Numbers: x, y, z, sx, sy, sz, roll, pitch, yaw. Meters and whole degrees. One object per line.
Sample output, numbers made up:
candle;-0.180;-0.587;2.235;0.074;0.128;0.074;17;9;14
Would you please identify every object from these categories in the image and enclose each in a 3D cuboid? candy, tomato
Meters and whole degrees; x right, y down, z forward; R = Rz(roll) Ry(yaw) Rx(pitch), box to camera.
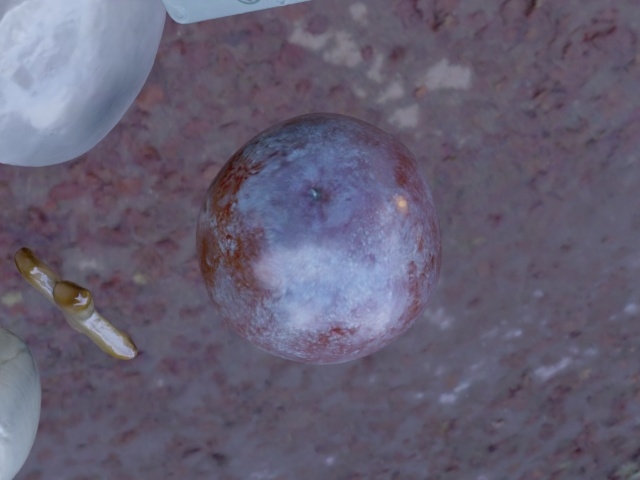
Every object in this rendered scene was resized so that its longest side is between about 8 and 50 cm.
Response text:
candy;-0.391;-0.306;1.653;0.427;0.186;0.386;-58;164;7
tomato;0.000;0.000;1.304;0.317;0.316;0.282;-20;161;-3

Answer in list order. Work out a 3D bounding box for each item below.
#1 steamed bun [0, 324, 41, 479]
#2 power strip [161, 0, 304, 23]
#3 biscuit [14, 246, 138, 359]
steamed bun;-0.536;0.243;1.327;0.334;0.312;0.233;6;111;-3
power strip;-0.054;-0.344;1.290;0.385;0.062;0.091;-3;135;29
biscuit;-0.380;0.105;1.612;0.047;0.164;0.208;-52;148;-17
